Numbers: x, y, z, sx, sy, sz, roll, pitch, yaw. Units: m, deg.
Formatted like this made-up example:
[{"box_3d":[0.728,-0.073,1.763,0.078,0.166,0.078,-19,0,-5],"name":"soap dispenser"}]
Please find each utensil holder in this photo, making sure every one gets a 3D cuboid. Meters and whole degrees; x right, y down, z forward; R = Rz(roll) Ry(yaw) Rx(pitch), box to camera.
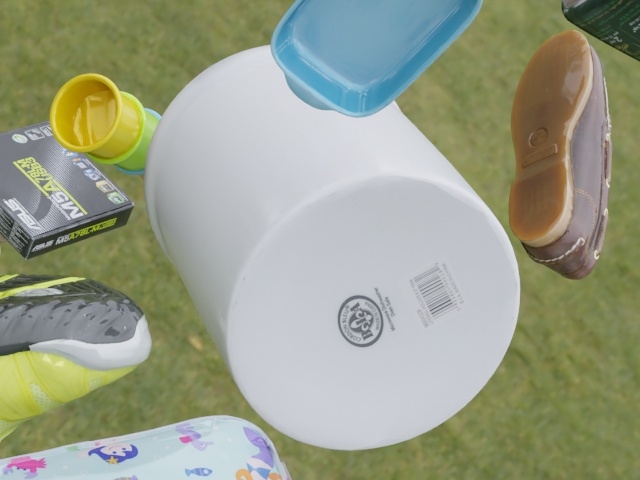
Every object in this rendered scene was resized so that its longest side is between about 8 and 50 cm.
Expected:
[{"box_3d":[0.000,0.000,1.569,0.327,0.328,0.385,27,14,-25],"name":"utensil holder"}]

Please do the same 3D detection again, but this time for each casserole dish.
[{"box_3d":[0.044,-0.178,1.141,0.114,0.188,0.037,35,34,-16],"name":"casserole dish"}]

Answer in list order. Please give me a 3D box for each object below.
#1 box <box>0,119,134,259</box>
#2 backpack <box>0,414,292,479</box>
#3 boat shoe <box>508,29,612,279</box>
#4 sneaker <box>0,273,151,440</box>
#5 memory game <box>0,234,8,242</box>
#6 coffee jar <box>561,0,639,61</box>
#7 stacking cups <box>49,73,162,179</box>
[{"box_3d":[-0.373,-0.071,1.930,0.190,0.045,0.184,43,35,21],"name":"box"},{"box_3d":[-0.089,0.225,0.745,0.225,0.191,0.253,-8,52,-25],"name":"backpack"},{"box_3d":[0.190,-0.066,1.135,0.073,0.073,0.207,37,53,-35],"name":"boat shoe"},{"box_3d":[-0.283,0.123,0.889,0.145,0.384,0.147,-105,178,-83],"name":"sneaker"},{"box_3d":[-0.476,-0.033,2.000,0.012,0.186,0.186,39,26,-52],"name":"memory game"},{"box_3d":[0.224,-0.111,0.761,0.184,0.096,0.079,30,57,-16],"name":"coffee jar"},{"box_3d":[-0.218,-0.116,1.808,0.096,0.096,0.316,58,10,19],"name":"stacking cups"}]
